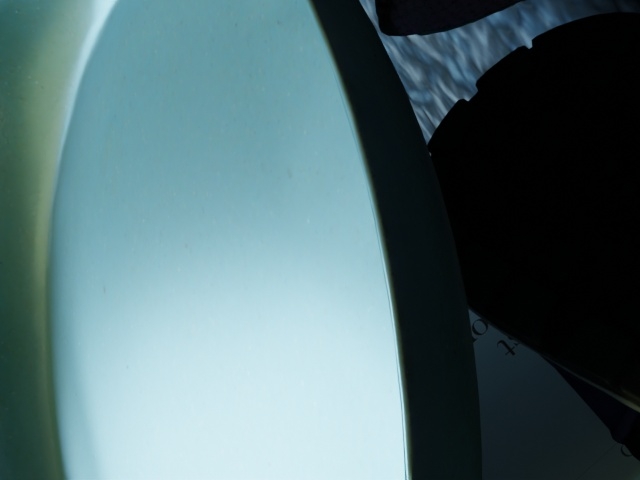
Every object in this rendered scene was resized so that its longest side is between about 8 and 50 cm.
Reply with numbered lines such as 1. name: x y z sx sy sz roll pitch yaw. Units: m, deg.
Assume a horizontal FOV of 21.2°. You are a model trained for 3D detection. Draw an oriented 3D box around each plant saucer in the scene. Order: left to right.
1. plant saucer: -0.043 0.044 0.480 0.317 0.044 0.317 8 99 61

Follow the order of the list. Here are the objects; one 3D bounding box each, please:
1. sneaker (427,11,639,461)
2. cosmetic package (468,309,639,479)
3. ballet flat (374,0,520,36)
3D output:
1. sneaker: 0.137 0.056 0.361 0.124 0.107 0.283 44 -174 -41
2. cosmetic package: 0.029 0.102 0.568 0.099 0.239 0.060 50 -174 34
3. ballet flat: -0.011 -0.147 0.418 0.221 0.079 0.077 59 173 -17
